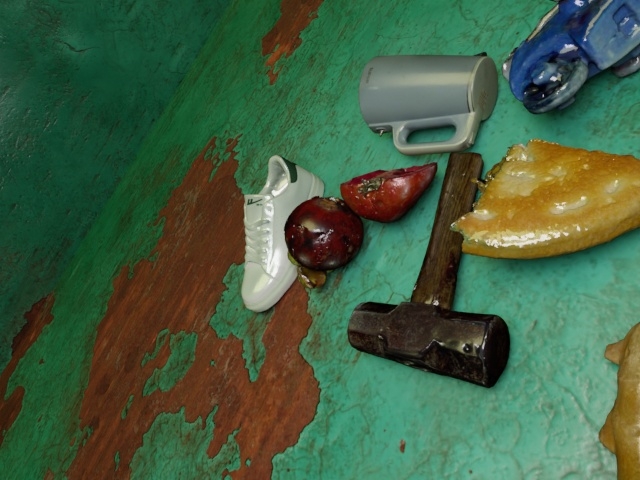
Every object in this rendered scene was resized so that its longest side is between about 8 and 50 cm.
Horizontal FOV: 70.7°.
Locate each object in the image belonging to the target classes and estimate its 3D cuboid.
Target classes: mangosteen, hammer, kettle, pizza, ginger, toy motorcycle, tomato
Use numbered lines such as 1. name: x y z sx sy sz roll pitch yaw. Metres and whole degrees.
1. mangosteen: 0.000 0.000 0.912 0.180 0.166 0.166 -65 33 31
2. hammer: 0.211 0.020 0.754 0.242 0.095 0.409 -2 57 43
3. kettle: 0.208 -0.271 0.900 0.243 0.160 0.211 14 80 42
4. pizza: 0.329 -0.066 0.660 0.289 0.081 0.229 -21 45 14
5. ginger: 0.356 0.217 0.477 0.118 0.065 0.299 -12 54 54
6. toy motorcycle: 0.438 -0.332 0.731 0.182 0.241 0.319 46 105 9
7. tomato: 0.135 -0.086 0.856 0.189 0.173 0.099 -4 103 33

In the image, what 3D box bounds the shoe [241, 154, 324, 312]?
1. shoe: -0.118 -0.026 1.031 0.131 0.160 0.363 3 65 47
